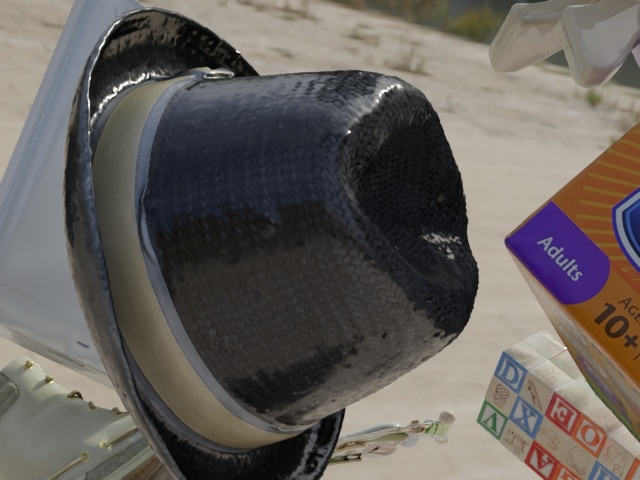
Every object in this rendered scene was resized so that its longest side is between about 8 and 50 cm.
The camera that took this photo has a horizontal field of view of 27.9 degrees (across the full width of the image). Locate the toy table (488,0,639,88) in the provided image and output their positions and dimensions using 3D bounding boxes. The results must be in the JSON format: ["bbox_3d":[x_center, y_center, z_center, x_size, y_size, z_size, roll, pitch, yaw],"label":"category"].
[{"bbox_3d":[0.266,-0.239,1.146,0.160,0.252,0.274,2,44,-19],"label":"toy table"}]

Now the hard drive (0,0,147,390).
[{"bbox_3d":[-0.165,-0.040,1.095,0.203,0.308,0.040,32,-26,-33],"label":"hard drive"}]

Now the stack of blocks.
[{"bbox_3d":[0.335,0.270,1.591,0.087,0.171,0.297,-21,49,-39],"label":"stack of blocks"}]

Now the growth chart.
[{"bbox_3d":[0.025,0.217,1.314,0.237,0.021,0.172,-16,-17,4],"label":"growth chart"}]

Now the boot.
[{"bbox_3d":[-0.184,0.148,1.075,0.213,0.077,0.165,-37,59,-26],"label":"boot"}]

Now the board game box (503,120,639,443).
[{"bbox_3d":[0.420,0.069,0.985,0.356,0.356,0.356,50,2,32],"label":"board game box"}]

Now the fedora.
[{"bbox_3d":[0.000,0.000,0.734,0.152,0.334,0.334,-13,8,21],"label":"fedora"}]
